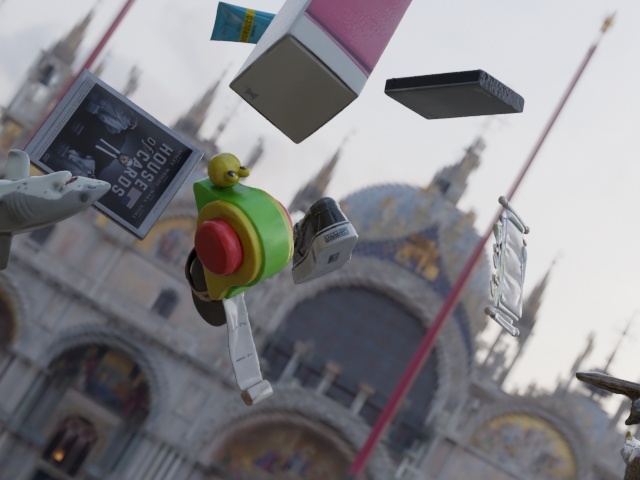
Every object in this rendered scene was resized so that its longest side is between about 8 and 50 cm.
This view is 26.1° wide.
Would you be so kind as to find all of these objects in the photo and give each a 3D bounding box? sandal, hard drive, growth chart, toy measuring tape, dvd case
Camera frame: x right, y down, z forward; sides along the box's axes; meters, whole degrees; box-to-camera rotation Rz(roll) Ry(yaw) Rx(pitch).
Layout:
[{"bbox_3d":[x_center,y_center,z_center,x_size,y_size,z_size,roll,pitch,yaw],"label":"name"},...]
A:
[{"bbox_3d":[-0.137,0.039,1.781,0.090,0.060,0.219,48,-34,15],"label":"sandal"},{"bbox_3d":[0.155,-0.168,1.594,0.135,0.022,0.094,-1,-17,41],"label":"hard drive"},{"bbox_3d":[0.317,0.044,2.337,0.021,0.237,0.172,-4,-29,26],"label":"growth chart"},{"bbox_3d":[-0.078,0.054,1.655,0.121,0.121,0.330,13,-61,49],"label":"toy measuring tape"},{"bbox_3d":[-0.336,-0.139,2.241,0.238,0.179,0.029,35,-13,-5],"label":"dvd case"}]

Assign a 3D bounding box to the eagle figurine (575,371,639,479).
[{"bbox_3d":[0.377,0.303,1.599,0.226,0.298,0.225,21,19,22],"label":"eagle figurine"}]

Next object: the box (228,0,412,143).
[{"bbox_3d":[0.005,-0.268,1.849,0.127,0.232,0.148,40,-41,-14],"label":"box"}]

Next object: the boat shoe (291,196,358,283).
[{"bbox_3d":[0.000,0.000,1.850,0.070,0.077,0.219,67,-18,13],"label":"boat shoe"}]

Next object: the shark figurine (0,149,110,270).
[{"bbox_3d":[-0.354,-0.030,1.466,0.278,0.166,0.116,20,-51,48],"label":"shark figurine"}]

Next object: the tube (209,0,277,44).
[{"bbox_3d":[-0.090,-0.377,2.465,0.207,0.080,0.052,7,32,-16],"label":"tube"}]
